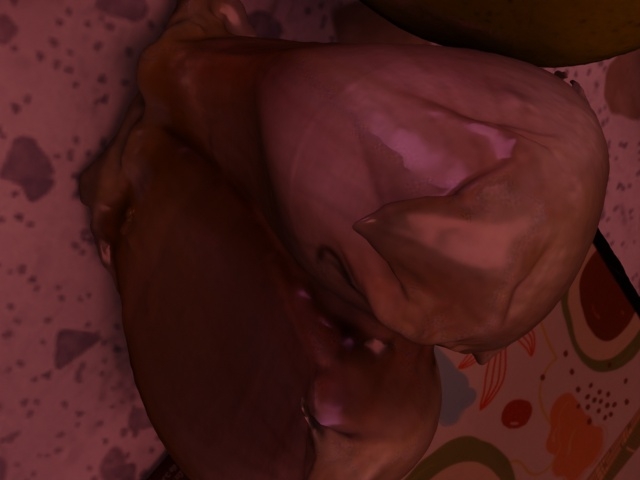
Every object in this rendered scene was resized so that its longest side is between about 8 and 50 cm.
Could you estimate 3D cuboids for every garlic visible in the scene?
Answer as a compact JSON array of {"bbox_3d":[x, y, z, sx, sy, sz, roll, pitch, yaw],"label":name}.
[{"bbox_3d":[0.000,0.000,0.502,0.286,0.313,0.249,-48,135,-8],"label":"garlic"}]

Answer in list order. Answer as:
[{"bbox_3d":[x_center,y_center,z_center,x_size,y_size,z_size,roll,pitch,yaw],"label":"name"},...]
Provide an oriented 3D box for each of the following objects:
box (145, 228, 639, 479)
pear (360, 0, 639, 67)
[{"bbox_3d":[0.097,0.178,0.734,0.385,0.122,0.344,-48,125,-10],"label":"box"},{"bbox_3d":[0.124,-0.235,0.526,0.294,0.294,0.294,-11,111,-30],"label":"pear"}]
